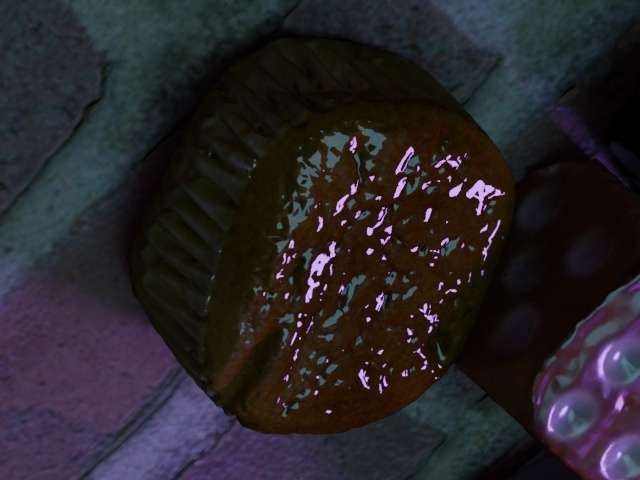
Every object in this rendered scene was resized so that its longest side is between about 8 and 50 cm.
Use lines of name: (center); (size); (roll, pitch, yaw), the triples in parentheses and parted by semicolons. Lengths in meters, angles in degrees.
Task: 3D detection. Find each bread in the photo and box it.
bread: (0.000, 0.000, 1.301); (0.227, 0.142, 0.253); (11, 109, -35)

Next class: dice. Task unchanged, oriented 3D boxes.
dice: (0.199, 0.063, 1.393); (0.175, 0.179, 0.174); (-47, 123, 3)

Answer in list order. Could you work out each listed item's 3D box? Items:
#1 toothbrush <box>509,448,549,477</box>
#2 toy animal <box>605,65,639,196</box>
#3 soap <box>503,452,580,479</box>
toothbrush: (0.146, 0.194, 1.533); (0.286, 0.020, 0.025); (-45, 115, 3)
toy animal: (0.340, -0.094, 1.350); (0.267, 0.212, 0.212); (-45, 124, 9)
soap: (0.294, 0.258, 1.564); (0.285, 0.107, 0.296); (-27, 128, -8)
